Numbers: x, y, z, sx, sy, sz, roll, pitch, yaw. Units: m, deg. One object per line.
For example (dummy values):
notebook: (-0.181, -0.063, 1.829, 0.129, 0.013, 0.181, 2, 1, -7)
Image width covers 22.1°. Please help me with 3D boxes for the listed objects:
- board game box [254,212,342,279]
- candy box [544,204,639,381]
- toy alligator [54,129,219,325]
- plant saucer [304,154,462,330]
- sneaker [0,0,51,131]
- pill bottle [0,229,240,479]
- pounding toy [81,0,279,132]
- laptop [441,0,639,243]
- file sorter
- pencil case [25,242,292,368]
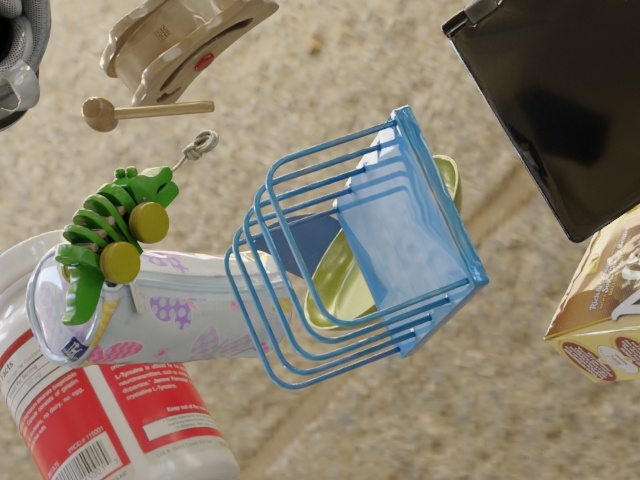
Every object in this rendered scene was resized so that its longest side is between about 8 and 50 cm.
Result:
board game box: (0.000, 0.000, 2.086, 0.133, 0.169, 0.033, -33, 44, 39)
candy box: (0.381, 0.037, 1.607, 0.316, 0.087, 0.183, -11, 43, 57)
toy alligator: (-0.136, -0.024, 1.138, 0.056, 0.051, 0.189, -3, 45, 45)
plant saucer: (0.077, 0.011, 1.808, 0.241, 0.037, 0.241, -42, 22, 21)
sneaker: (-0.300, -0.239, 1.159, 0.137, 0.210, 0.365, -32, 104, -15)
pill bottle: (-0.291, 0.196, 2.140, 0.229, 0.229, 0.407, -40, 65, 20)
pounding toy: (-0.155, -0.200, 1.909, 0.269, 0.154, 0.155, -38, 81, -7)
laptop: (0.339, -0.223, 1.568, 0.382, 0.408, 0.236, -34, 91, 13)
file sorter: (0.013, 0.013, 1.024, 0.105, 0.170, 0.118, -19, 77, -18)
pencil case: (-0.152, 0.060, 1.594, 0.124, 0.273, 0.113, -45, 60, 31)
